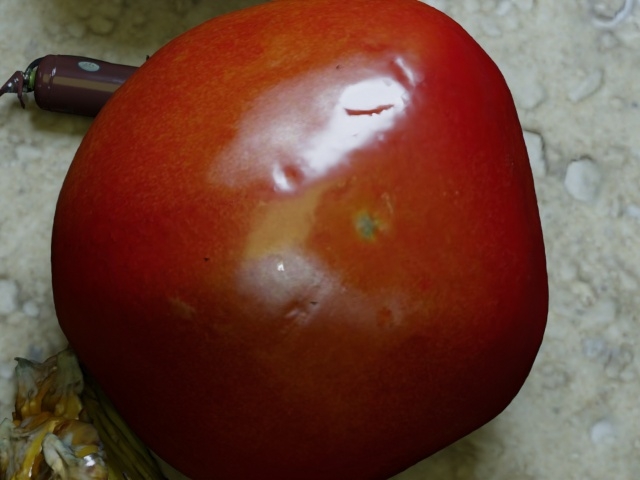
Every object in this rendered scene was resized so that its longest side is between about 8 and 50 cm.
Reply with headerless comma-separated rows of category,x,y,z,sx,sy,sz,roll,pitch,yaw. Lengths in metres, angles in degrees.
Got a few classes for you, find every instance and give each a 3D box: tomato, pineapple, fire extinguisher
tomato,0.000,0.000,0.923,0.298,0.226,0.299,2,81,-15
pineapple,-0.131,0.214,0.911,0.161,0.158,0.334,-26,81,-7
fire extinguisher,-0.135,-0.096,1.043,0.132,0.039,0.056,8,44,0
